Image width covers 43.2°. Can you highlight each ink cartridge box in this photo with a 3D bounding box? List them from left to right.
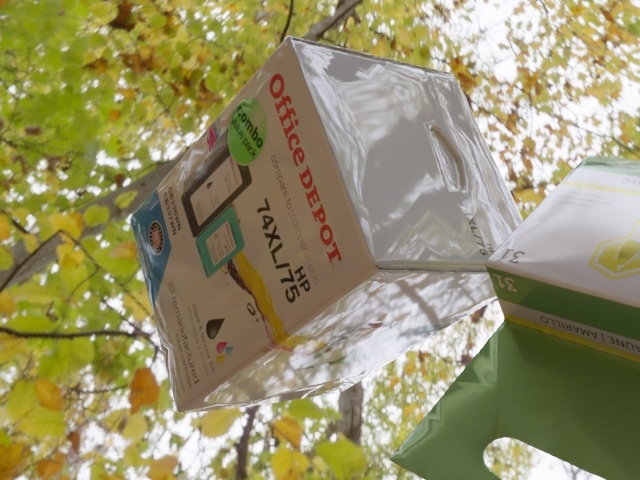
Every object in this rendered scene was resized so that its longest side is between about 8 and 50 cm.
[{"bbox_3d":[0.000,0.000,0.690,0.197,0.198,0.270,2,-31,-41],"label":"ink cartridge box"},{"bbox_3d":[0.160,0.048,0.429,0.171,0.235,0.056,16,-41,47],"label":"ink cartridge box"}]
